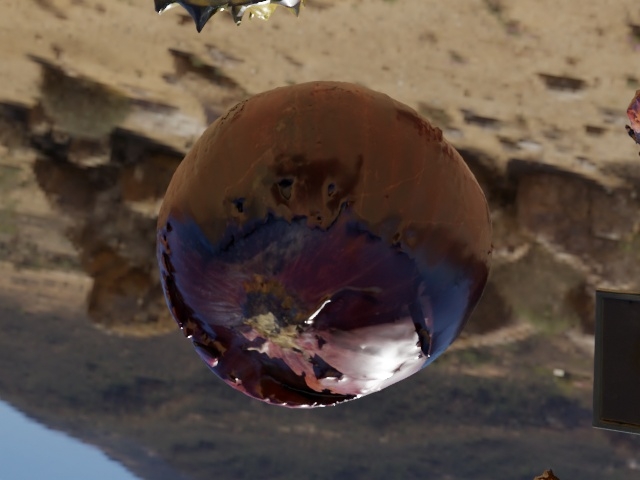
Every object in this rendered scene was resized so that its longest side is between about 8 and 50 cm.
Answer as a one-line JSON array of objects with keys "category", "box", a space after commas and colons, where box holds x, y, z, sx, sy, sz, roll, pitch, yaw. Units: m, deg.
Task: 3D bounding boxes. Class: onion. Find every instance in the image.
[{"category": "onion", "box": [0.000, 0.000, 1.043, 0.276, 0.276, 0.276, 11, 177, 1]}]

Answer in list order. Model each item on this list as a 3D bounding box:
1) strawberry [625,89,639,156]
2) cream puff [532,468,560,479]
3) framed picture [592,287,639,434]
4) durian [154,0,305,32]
[{"category": "strawberry", "box": [0.504, -0.132, 1.632, 0.111, 0.190, 0.236, -31, -169, -9]}, {"category": "cream puff", "box": [0.230, 0.347, 1.210, 0.269, 0.241, 0.155, 19, -140, 38]}, {"category": "framed picture", "box": [0.444, 0.155, 1.501, 0.250, 0.184, 0.016, 5, -163, 27]}, {"category": "durian", "box": [-0.032, -0.235, 0.726, 0.183, 0.249, 0.138, 39, -177, -17]}]
